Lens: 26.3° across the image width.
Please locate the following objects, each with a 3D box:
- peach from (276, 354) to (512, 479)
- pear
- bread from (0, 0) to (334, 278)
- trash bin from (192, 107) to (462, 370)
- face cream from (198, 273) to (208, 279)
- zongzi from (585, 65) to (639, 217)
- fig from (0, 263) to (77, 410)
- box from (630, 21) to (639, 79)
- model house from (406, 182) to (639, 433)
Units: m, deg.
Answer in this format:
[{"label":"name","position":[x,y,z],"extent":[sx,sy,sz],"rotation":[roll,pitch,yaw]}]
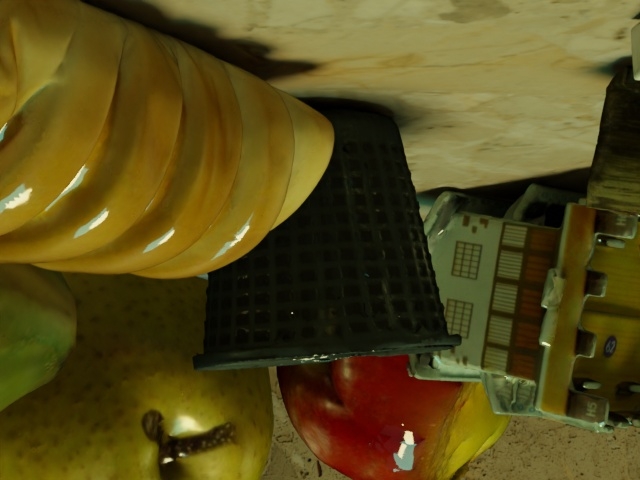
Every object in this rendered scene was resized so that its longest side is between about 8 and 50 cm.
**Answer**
[{"label":"peach","position":[0.119,0.150,1.499],"extent":[0.338,0.281,0.281],"rotation":[20,160,-33]},{"label":"pear","position":[-0.231,0.151,1.238],"extent":[0.362,0.363,0.418],"rotation":[5,-175,-34]},{"label":"bread","position":[-0.141,-0.047,0.702],"extent":[0.172,0.121,0.311],"rotation":[-6,169,35]},{"label":"trash bin","position":[0.000,0.000,0.894],"extent":[0.175,0.161,0.175],"rotation":[-3,175,0]},{"label":"face cream","position":[-0.118,-0.022,1.008],"extent":[0.135,0.086,0.385],"rotation":[-9,164,40]},{"label":"zongzi","position":[0.317,-0.030,0.802],"extent":[0.241,0.111,0.247],"rotation":[11,-179,41]},{"label":"fig","position":[-0.279,0.039,0.803],"extent":[0.271,0.239,0.239],"rotation":[14,168,-13]},{"label":"box","position":[0.242,-0.116,0.596],"extent":[0.139,0.035,0.245],"rotation":[0,172,-9]},{"label":"model house","position":[0.211,0.056,1.178],"extent":[0.215,0.198,0.224],"rotation":[8,-179,44]}]
